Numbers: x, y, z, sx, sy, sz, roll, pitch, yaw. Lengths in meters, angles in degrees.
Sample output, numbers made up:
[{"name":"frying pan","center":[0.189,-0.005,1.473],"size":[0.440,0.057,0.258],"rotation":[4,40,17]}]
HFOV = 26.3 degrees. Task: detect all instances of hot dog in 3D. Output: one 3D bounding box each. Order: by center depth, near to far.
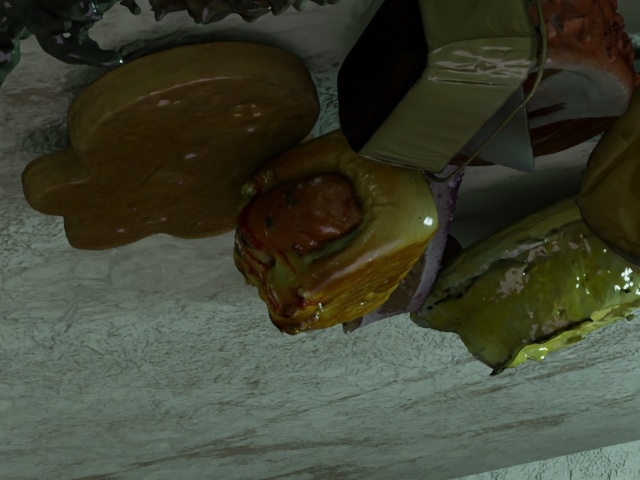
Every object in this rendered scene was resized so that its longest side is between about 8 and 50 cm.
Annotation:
[{"name":"hot dog","center":[0.000,0.000,1.241],"size":[0.153,0.150,0.256],"rotation":[-17,164,-17]}]

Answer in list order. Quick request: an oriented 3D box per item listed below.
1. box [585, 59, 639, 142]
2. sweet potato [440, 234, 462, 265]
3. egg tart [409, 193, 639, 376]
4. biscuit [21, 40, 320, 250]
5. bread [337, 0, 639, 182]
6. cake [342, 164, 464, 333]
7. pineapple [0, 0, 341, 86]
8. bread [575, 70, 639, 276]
[{"name":"box","center":[0.243,-0.127,1.271],"size":[0.285,0.044,0.142],"rotation":[-5,164,-9]},{"name":"sweet potato","center":[0.059,0.020,1.590],"size":[0.214,0.050,0.050],"rotation":[-9,161,8]},{"name":"egg tart","center":[0.272,0.057,1.601],"size":[0.345,0.132,0.345],"rotation":[-22,166,-6]},{"name":"biscuit","center":[-0.127,-0.080,1.218],"size":[0.275,0.052,0.355],"rotation":[-8,160,-15]},{"name":"bread","center":[0.135,-0.127,1.072],"size":[0.212,0.142,0.224],"rotation":[1,158,-20]},{"name":"cake","center":[0.072,-0.026,1.443],"size":[0.116,0.113,0.295],"rotation":[-6,148,-13]},{"name":"pineapple","center":[-0.102,-0.192,0.801],"size":[0.361,0.175,0.175],"rotation":[-7,165,37]},{"name":"bread","center":[0.354,-0.082,1.110],"size":[0.204,0.288,0.156],"rotation":[29,-177,40]}]
